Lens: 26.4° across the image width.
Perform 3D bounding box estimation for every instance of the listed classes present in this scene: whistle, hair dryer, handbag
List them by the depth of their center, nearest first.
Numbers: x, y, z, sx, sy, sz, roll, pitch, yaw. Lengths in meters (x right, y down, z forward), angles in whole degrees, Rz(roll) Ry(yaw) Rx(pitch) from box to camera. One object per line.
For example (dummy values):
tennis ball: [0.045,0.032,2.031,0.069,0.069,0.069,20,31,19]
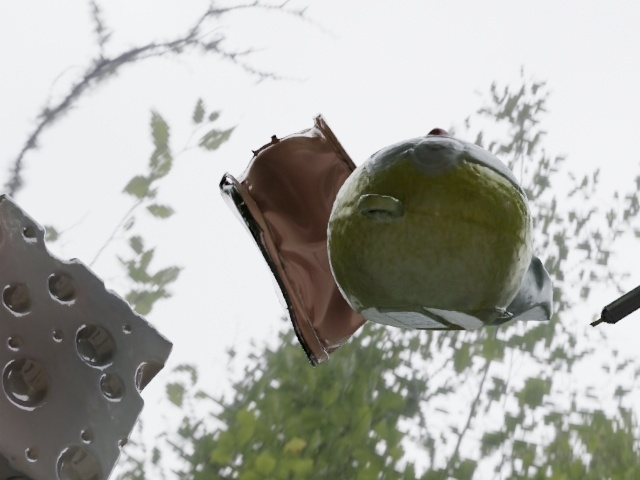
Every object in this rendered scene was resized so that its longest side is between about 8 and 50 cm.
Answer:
whistle: [0.083,0.003,0.810,0.123,0.223,0.122,-10,-110,29]
hair dryer: [0.272,0.041,1.134,0.114,0.063,0.037,-31,-88,-2]
handbag: [-0.001,0.001,1.195,0.116,0.179,0.205,-29,-68,-3]

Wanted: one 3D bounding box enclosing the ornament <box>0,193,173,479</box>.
ornament: [-0.335,0.150,1.326,0.239,0.239,0.240,-31,-66,36]
